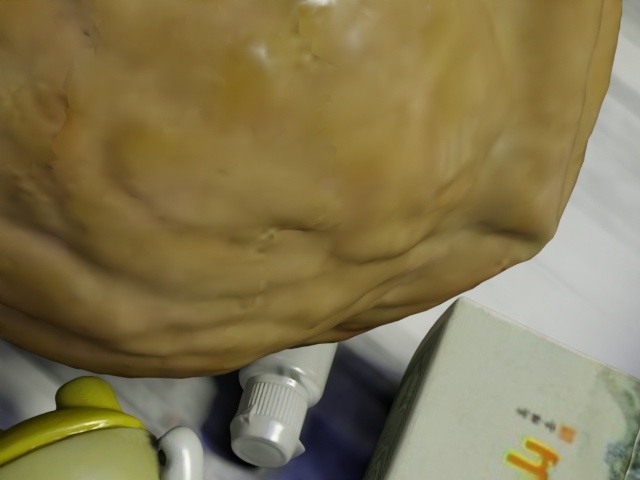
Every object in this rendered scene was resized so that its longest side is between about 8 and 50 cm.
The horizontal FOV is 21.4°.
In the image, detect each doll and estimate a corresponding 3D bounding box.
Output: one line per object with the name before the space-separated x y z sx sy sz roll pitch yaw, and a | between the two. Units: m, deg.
doll | -0.068 0.125 0.528 0.106 0.062 0.162 -28 65 12

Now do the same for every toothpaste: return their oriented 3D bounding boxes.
toothpaste | 0.000 0.000 0.646 0.048 0.031 0.190 17 54 -1

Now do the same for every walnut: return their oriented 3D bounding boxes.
walnut | -0.056 -0.114 0.543 0.344 0.306 0.306 42 58 3

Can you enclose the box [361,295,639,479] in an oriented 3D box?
box | 0.126 0.149 0.575 0.256 0.069 0.164 26 57 -2
